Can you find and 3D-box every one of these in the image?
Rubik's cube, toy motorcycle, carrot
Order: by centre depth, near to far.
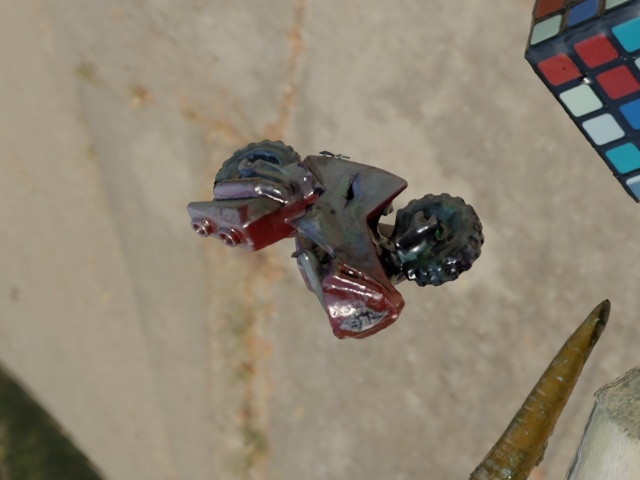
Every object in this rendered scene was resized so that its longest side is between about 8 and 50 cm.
[{"bbox_3d":[0.000,0.001,1.207,0.213,0.122,0.082,20,145,36],"label":"toy motorcycle"},{"bbox_3d":[0.145,0.151,1.348,0.049,0.254,0.049,33,-179,-1],"label":"carrot"},{"bbox_3d":[0.292,-0.171,1.456,0.182,0.184,0.187,-21,126,34],"label":"Rubik's cube"}]

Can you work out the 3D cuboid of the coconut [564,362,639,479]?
[{"bbox_3d":[0.261,0.199,1.237,0.224,0.234,0.224,6,-172,-1],"label":"coconut"}]
